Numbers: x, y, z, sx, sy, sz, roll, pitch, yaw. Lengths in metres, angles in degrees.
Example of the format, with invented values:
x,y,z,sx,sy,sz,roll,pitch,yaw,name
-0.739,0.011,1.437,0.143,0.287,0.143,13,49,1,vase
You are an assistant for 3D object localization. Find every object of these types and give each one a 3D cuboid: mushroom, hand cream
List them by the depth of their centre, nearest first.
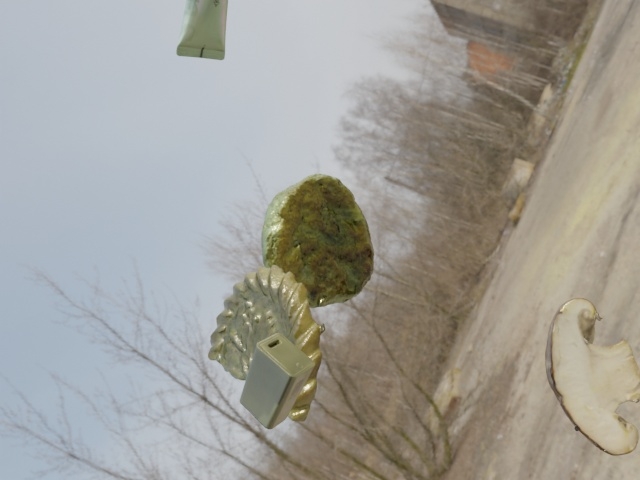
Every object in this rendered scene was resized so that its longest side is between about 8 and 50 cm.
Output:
x,y,z,sx,sy,sz,roll,pitch,yaw,name
-0.146,-0.345,0.806,0.078,0.050,0.204,-10,-60,-44,hand cream
0.494,0.249,1.145,0.151,0.156,0.285,57,-162,-84,mushroom

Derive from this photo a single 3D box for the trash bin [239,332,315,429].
x,y,z,sx,sy,sz,roll,pitch,yaw,name
-0.053,0.162,0.698,0.043,0.061,0.092,-22,-38,-50,trash bin

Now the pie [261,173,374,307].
x,y,z,sx,sy,sz,roll,pitch,yaw,name
0.000,0.000,1.214,0.079,0.277,0.277,-16,35,47,pie

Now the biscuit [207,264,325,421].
x,y,z,sx,sy,sz,roll,pitch,yaw,name
-0.083,0.127,0.884,0.036,0.274,0.187,14,-91,-36,biscuit
